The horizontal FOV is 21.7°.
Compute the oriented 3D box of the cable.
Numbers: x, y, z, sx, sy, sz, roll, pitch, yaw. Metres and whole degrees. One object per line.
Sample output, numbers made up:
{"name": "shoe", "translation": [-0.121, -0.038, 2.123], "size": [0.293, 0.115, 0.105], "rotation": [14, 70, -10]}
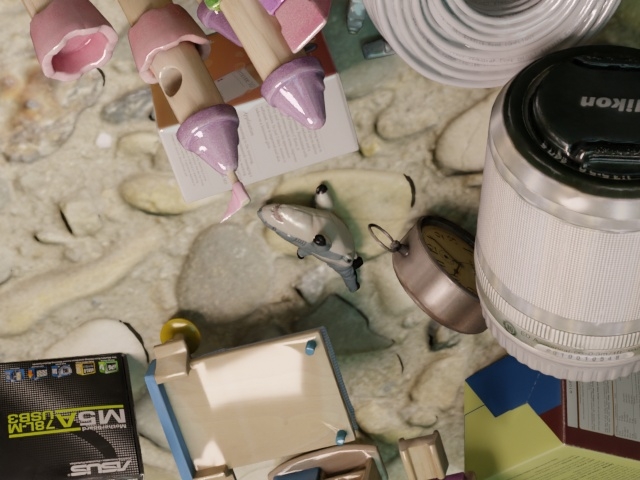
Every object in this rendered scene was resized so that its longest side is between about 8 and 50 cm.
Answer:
{"name": "cable", "translation": [0.159, -0.261, 1.525], "size": [0.257, 0.089, 0.257], "rotation": [-4, 128, -11]}

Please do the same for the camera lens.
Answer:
{"name": "camera lens", "translation": [0.258, -0.027, 1.561], "size": [0.219, 0.219, 0.274], "rotation": [-8, 137, -8]}

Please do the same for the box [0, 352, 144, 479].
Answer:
{"name": "box", "translation": [-0.284, 0.198, 1.717], "size": [0.190, 0.184, 0.045], "rotation": [-4, 127, -10]}

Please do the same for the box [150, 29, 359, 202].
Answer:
{"name": "box", "translation": [-0.066, -0.128, 1.549], "size": [0.170, 0.130, 0.091], "rotation": [-18, 129, 0]}

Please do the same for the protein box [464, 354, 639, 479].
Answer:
{"name": "protein box", "translation": [0.295, 0.207, 1.849], "size": [0.201, 0.136, 0.200], "rotation": [15, 153, -23]}

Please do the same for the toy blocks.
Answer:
{"name": "toy blocks", "translation": [-0.037, -0.202, 1.345], "size": [0.288, 0.260, 0.309], "rotation": [-43, 156, 29]}

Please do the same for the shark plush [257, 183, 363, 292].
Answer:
{"name": "shark plush", "translation": [0.000, 0.000, 1.737], "size": [0.067, 0.073, 0.161], "rotation": [-15, 154, 23]}

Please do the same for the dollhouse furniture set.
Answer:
{"name": "dollhouse furniture set", "translation": [0.000, 0.180, 1.801], "size": [0.286, 0.198, 0.303], "rotation": [-16, 108, 12]}

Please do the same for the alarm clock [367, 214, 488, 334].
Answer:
{"name": "alarm clock", "translation": [0.119, 0.030, 1.720], "size": [0.192, 0.129, 0.064], "rotation": [30, 117, -30]}
